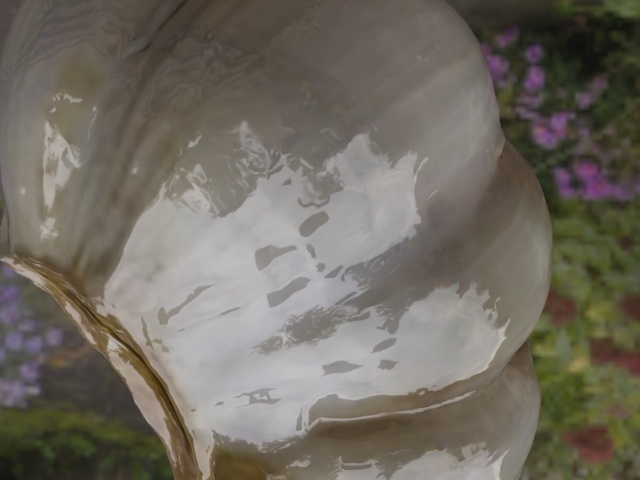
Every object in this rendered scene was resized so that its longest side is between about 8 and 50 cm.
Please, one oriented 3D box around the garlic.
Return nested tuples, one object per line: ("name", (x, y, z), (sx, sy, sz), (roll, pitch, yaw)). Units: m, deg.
("garlic", (0.004, -0.011, 0.632), (0.281, 0.203, 0.185), (50, 140, 1))
